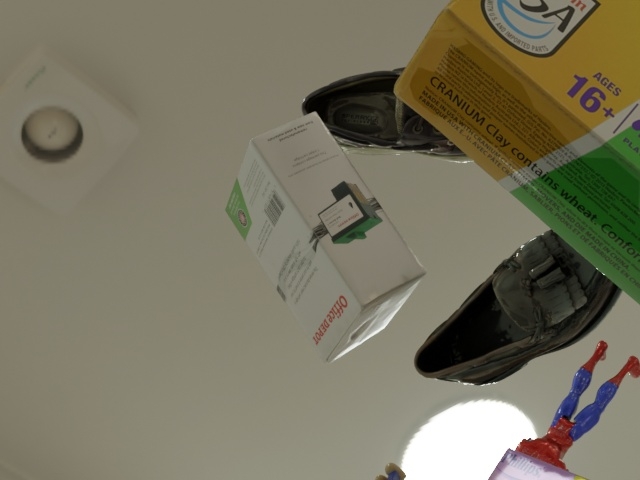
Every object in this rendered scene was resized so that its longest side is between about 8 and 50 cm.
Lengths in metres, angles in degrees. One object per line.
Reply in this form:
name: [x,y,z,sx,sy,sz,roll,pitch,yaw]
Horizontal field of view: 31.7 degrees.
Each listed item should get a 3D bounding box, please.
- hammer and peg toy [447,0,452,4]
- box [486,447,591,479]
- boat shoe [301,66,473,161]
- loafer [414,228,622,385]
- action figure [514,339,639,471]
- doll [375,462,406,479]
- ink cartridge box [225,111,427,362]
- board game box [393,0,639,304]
hammer and peg toy: [0.281,-0.275,1.418,0.266,0.361,0.127,14,-110,-6]
box: [0.260,0.405,1.387,0.117,0.213,0.243,40,-102,-19]
boat shoe: [0.108,-0.141,1.238,0.092,0.285,0.103,6,-93,-57]
loafer: [0.182,0.068,1.051,0.084,0.096,0.267,-5,-29,-33]
action figure: [0.371,0.294,1.676,0.280,0.091,0.139,-43,-38,-29]
doll: [0.080,0.455,1.869,0.046,0.189,0.129,36,-52,5]
ink cartridge box: [0.000,0.000,1.220,0.092,0.219,0.160,-27,-16,-26]
board game box: [0.221,-0.094,0.489,0.242,0.064,0.316,41,-117,5]
